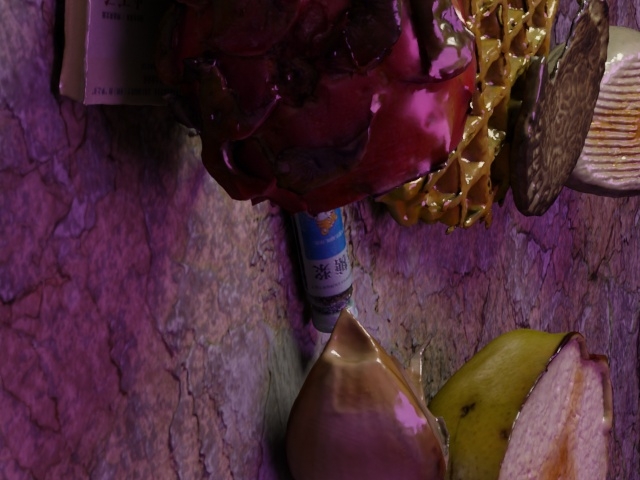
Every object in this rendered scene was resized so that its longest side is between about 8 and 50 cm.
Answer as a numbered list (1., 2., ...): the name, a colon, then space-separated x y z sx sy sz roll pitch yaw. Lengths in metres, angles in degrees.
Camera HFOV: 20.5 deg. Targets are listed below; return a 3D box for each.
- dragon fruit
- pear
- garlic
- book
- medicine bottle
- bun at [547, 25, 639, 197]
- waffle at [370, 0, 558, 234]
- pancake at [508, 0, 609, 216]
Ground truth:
1. dragon fruit: -0.010 -0.177 1.399 0.291 0.250 0.269 64 9 -8
2. pear: 0.189 0.287 2.018 0.340 0.191 0.386 44 56 -55
3. garlic: 0.075 0.182 1.807 0.338 0.151 0.196 21 76 -70
4. book: -0.141 -0.252 1.395 0.201 0.026 0.289 -10 104 -67
5. medicine bottle: 0.000 0.000 1.721 0.051 0.051 0.191 -53 141 -48
6. bun: 0.362 -0.165 2.330 0.244 0.153 0.244 -11 109 -34
7. waffle: 0.161 -0.195 1.943 0.379 0.095 0.382 5 97 -63
8. pancake: 0.282 -0.165 2.083 0.286 0.033 0.288 36 70 -66
